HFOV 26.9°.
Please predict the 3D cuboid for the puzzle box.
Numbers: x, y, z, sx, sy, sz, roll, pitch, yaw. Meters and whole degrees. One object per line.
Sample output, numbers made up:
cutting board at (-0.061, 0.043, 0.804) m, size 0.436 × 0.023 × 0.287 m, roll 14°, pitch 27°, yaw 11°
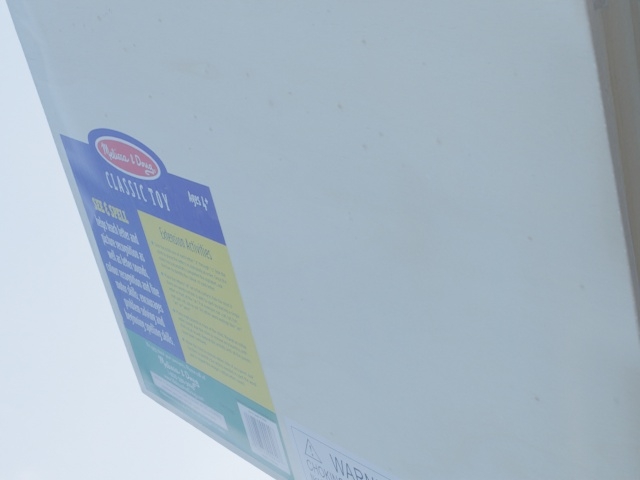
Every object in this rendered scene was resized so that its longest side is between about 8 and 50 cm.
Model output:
puzzle box at (0.000, 0.000, 0.564) m, size 0.052 × 0.409 × 0.272 m, roll -28°, pitch -62°, yaw -27°
